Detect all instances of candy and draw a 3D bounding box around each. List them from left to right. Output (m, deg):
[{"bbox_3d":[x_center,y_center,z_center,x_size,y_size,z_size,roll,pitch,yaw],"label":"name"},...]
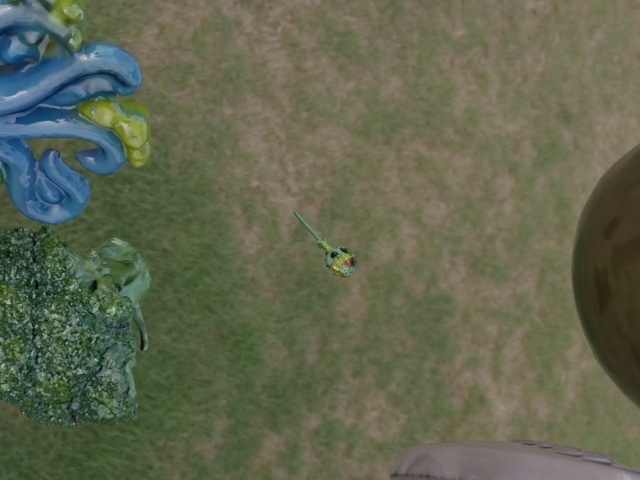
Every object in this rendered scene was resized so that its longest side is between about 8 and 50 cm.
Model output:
[{"bbox_3d":[0.000,0.000,0.862,0.025,0.083,0.023,-22,139,-26],"label":"candy"}]

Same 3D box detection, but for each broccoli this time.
[{"bbox_3d":[-0.288,0.090,1.247,0.241,0.261,0.269,-34,142,-43],"label":"broccoli"}]

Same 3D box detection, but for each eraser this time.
[{"bbox_3d":[0.155,0.184,0.807,0.204,0.243,0.059,44,64,-41],"label":"eraser"}]

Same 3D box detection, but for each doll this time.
[{"bbox_3d":[-0.318,-0.113,0.929,0.346,0.341,0.098,75,9,-45],"label":"doll"}]

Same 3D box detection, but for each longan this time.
[{"bbox_3d":[0.341,0.027,0.844,0.297,0.297,0.297,-6,99,-46],"label":"longan"}]
